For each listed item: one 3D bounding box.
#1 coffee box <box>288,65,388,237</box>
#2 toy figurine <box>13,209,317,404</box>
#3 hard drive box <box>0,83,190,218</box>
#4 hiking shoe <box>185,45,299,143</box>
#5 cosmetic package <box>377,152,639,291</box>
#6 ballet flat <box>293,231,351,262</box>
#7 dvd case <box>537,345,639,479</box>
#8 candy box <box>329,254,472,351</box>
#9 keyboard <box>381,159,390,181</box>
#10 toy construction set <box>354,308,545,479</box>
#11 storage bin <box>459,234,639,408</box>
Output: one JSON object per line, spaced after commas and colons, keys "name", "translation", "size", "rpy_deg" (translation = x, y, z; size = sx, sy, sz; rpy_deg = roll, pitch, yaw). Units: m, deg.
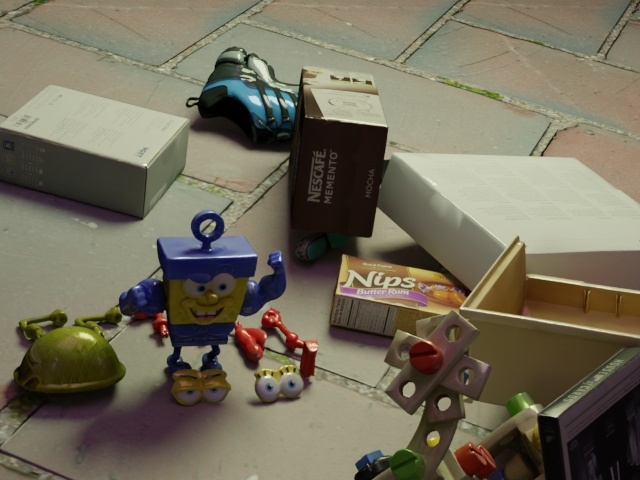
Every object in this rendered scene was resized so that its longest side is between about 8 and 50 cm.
{"name": "coffee box", "translation": [0.020, -0.136, 1.870], "size": [0.118, 0.168, 0.297], "rpy_deg": [7, 20, -5]}
{"name": "toy figurine", "translation": [-0.172, 0.050, 1.496], "size": [0.362, 0.217, 0.191], "rpy_deg": [0, 31, -17]}
{"name": "hard drive box", "translation": [-0.333, -0.136, 1.889], "size": [0.232, 0.089, 0.181], "rpy_deg": [15, 31, 9]}
{"name": "hiking shoe", "translation": [-0.058, -0.195, 2.088], "size": [0.304, 0.113, 0.132], "rpy_deg": [24, 63, 12]}
{"name": "cosmetic package", "translation": [0.311, -0.020, 1.828], "size": [0.377, 0.097, 0.284], "rpy_deg": [-1, 29, -35]}
{"name": "ballet flat", "translation": [0.000, 0.000, 1.812], "size": [0.041, 0.041, 0.114], "rpy_deg": [27, 33, 27]}
{"name": "dvd case", "translation": [0.286, 0.249, 1.283], "size": [0.029, 0.239, 0.179], "rpy_deg": [4, 21, 41]}
{"name": "candy box", "translation": [0.110, 0.081, 1.690], "size": [0.186, 0.053, 0.109], "rpy_deg": [12, 29, 1]}
{"name": "keyboard", "translation": [0.155, -0.080, 2.007], "size": [0.108, 0.023, 0.180], "rpy_deg": [-5, 34, -12]}
{"name": "toy construction set", "translation": [0.154, 0.212, 1.274], "size": [0.327, 0.215, 0.151], "rpy_deg": [43, 16, -44]}
{"name": "storage bin", "translation": [0.322, 0.101, 1.469], "size": [0.262, 0.123, 0.260], "rpy_deg": [8, 24, 22]}
